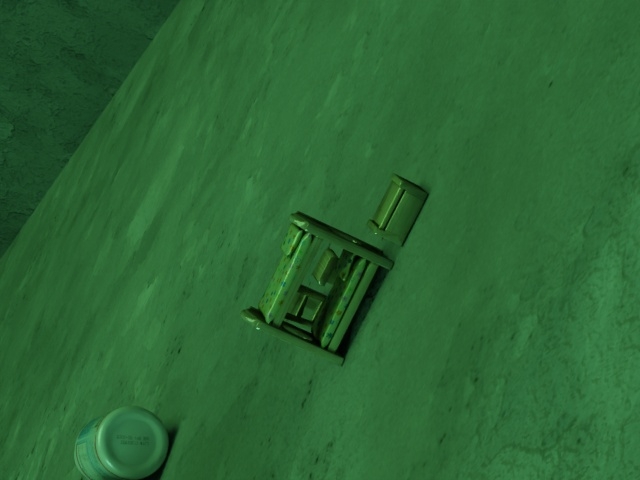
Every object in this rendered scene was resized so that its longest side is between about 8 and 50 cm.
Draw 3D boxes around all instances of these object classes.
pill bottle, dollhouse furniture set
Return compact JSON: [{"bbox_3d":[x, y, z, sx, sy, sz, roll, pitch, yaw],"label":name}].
[{"bbox_3d":[-0.243,0.248,2.287,0.160,0.087,0.087,-28,40,66],"label":"pill bottle"},{"bbox_3d":[0.000,0.000,1.833,0.182,0.101,0.161,-63,15,6],"label":"dollhouse furniture set"}]
